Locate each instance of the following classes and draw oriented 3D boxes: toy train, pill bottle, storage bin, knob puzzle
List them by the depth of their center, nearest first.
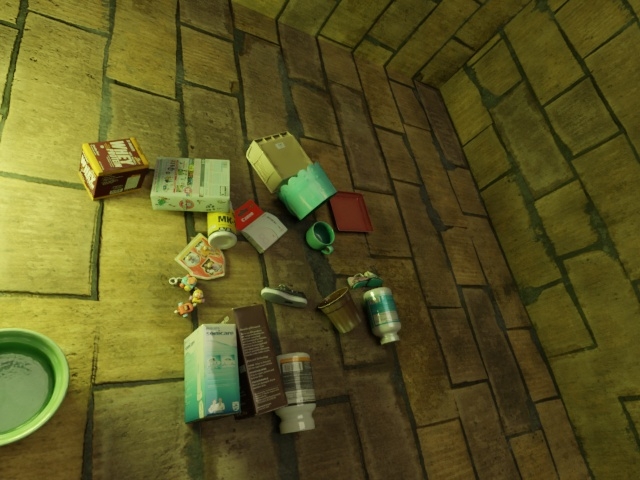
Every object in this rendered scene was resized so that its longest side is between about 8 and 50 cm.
[{"bbox_3d":[-0.104,0.587,1.549,0.162,0.162,0.278,8,61,-32],"label":"pill bottle"},{"bbox_3d":[-0.516,0.207,1.554,0.125,0.046,0.166,-12,72,-40],"label":"toy train"},{"bbox_3d":[-0.476,0.081,1.669,0.213,0.030,0.213,18,54,-27],"label":"knob puzzle"},{"bbox_3d":[-0.427,-0.077,1.730,0.119,0.119,0.208,10,51,-31],"label":"pill bottle"},{"bbox_3d":[0.311,0.375,1.982,0.146,0.146,0.263,4,63,-34],"label":"pill bottle"},{"bbox_3d":[-0.209,-0.416,2.093,0.262,0.123,0.260,-30,83,-42],"label":"storage bin"}]

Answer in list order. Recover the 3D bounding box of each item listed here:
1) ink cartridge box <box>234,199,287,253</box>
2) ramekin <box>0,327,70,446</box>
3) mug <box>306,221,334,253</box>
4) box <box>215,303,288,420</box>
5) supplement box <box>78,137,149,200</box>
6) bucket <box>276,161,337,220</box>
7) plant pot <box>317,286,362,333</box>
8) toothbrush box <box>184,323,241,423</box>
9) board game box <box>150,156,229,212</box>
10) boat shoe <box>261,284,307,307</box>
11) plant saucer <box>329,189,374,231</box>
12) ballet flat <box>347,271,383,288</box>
[{"bbox_3d":[-0.293,-0.076,1.878,0.232,0.066,0.189,50,47,-6],"label":"ink cartridge box"},{"bbox_3d":[-0.875,0.410,1.105,0.304,0.148,0.303,17,56,-27],"label":"ramekin"},{"bbox_3d":[-0.008,-0.006,2.010,0.130,0.097,0.157,15,57,-29],"label":"mug"},{"bbox_3d":[-0.264,0.450,1.494,0.143,0.191,0.381,-1,65,-36],"label":"box"},{"bbox_3d":[-0.794,-0.275,1.537,0.191,0.194,0.129,-23,79,-42],"label":"supplement box"},{"bbox_3d":[-0.063,-0.238,1.998,0.183,0.281,0.281,53,47,0],"label":"bucket"},{"bbox_3d":[0.100,0.331,1.858,0.167,0.167,0.165,-36,97,-43],"label":"plant pot"},{"bbox_3d":[-0.382,0.460,1.387,0.126,0.216,0.295,7,59,-33],"label":"toothbrush box"},{"bbox_3d":[-0.537,-0.236,1.685,0.304,0.097,0.223,2,54,-14],"label":"board game box"},{"bbox_3d":[-0.158,0.235,1.776,0.229,0.080,0.076,18,49,-28],"label":"boat shoe"},{"bbox_3d":[0.160,-0.157,2.255,0.259,0.048,0.258,1,64,-35],"label":"plant saucer"},{"bbox_3d":[0.232,0.202,2.085,0.222,0.076,0.079,-2,46,-36],"label":"ballet flat"}]
